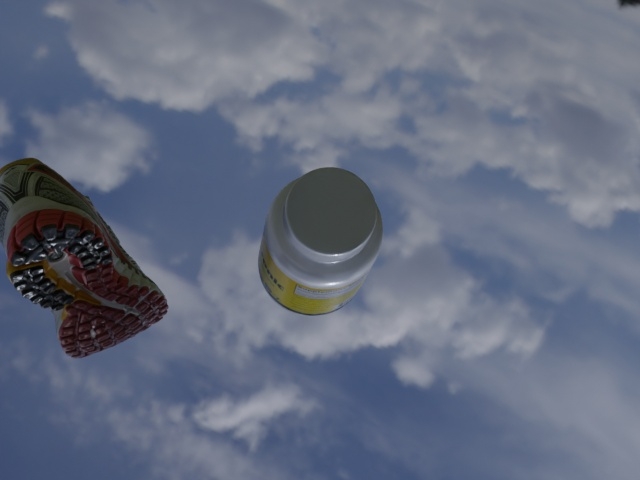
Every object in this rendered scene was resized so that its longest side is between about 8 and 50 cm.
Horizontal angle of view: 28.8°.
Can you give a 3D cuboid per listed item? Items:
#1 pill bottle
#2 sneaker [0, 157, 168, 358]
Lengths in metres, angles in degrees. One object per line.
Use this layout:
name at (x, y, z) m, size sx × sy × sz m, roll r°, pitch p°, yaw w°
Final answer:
pill bottle at (0.000, 0.000, 0.688) m, size 0.065 × 0.065 × 0.116 m, roll 24°, pitch 163°, yaw 1°
sneaker at (-0.178, 0.014, 0.928) m, size 0.088 × 0.225 × 0.093 m, roll -26°, pitch -119°, yaw -7°
